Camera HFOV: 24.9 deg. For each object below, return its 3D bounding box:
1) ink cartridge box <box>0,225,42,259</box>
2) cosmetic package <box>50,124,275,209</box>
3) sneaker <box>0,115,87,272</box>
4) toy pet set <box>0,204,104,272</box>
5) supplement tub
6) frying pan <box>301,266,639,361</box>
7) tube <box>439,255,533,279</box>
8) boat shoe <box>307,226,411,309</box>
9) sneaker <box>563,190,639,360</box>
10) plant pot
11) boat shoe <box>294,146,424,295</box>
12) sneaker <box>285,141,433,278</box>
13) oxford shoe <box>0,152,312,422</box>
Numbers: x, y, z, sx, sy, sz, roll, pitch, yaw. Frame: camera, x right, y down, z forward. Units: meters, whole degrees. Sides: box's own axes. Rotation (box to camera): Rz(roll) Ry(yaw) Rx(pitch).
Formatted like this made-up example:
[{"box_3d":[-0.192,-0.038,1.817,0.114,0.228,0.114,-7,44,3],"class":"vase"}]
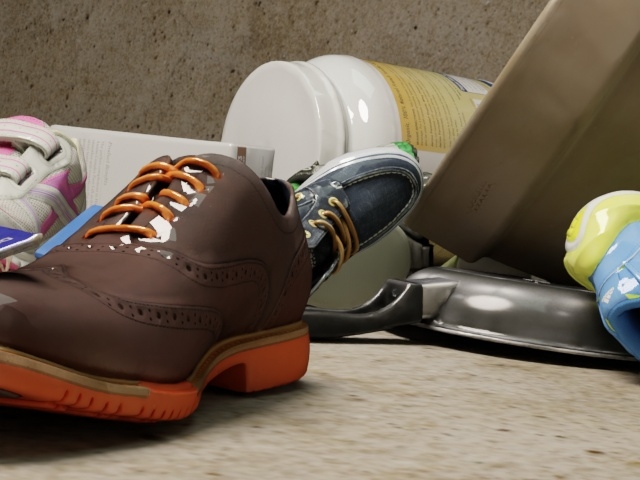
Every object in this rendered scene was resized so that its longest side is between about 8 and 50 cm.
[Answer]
[{"box_3d":[-0.266,-0.017,0.558,0.176,0.069,0.371,-20,19,-32],"class":"ink cartridge box"},{"box_3d":[-0.164,-0.048,1.438,0.231,0.117,0.085,9,5,29],"class":"cosmetic package"},{"box_3d":[-0.230,-0.034,1.020,0.103,0.111,0.252,7,3,4],"class":"sneaker"},{"box_3d":[-0.141,0.011,0.784,0.122,0.065,0.114,4,3,-33],"class":"toy pet set"},{"box_3d":[0.068,-0.087,1.641,0.316,0.228,0.228,5,3,-36],"class":"supplement tub"},{"box_3d":[0.075,0.042,0.931,0.326,0.053,0.197,9,1,-17],"class":"frying pan"},{"box_3d":[0.147,0.027,1.272,0.070,0.062,0.240,48,2,6],"class":"tube"},{"box_3d":[-0.048,0.003,1.028,0.227,0.079,0.081,2,9,-24],"class":"boat shoe"},{"box_3d":[0.255,0.058,0.843,0.240,0.091,0.126,17,33,-6],"class":"sneaker"},{"box_3d":[0.262,-0.068,1.050,0.280,0.323,0.323,35,5,4],"class":"plant pot"},{"box_3d":[0.000,0.000,0.924,0.183,0.065,0.083,-27,21,-15],"class":"boat shoe"},{"box_3d":[0.018,-0.030,1.315,0.146,0.134,0.343,6,3,-2],"class":"sneaker"},{"box_3d":[-0.075,0.012,0.560,0.097,0.098,0.271,8,3,16],"class":"oxford shoe"}]
